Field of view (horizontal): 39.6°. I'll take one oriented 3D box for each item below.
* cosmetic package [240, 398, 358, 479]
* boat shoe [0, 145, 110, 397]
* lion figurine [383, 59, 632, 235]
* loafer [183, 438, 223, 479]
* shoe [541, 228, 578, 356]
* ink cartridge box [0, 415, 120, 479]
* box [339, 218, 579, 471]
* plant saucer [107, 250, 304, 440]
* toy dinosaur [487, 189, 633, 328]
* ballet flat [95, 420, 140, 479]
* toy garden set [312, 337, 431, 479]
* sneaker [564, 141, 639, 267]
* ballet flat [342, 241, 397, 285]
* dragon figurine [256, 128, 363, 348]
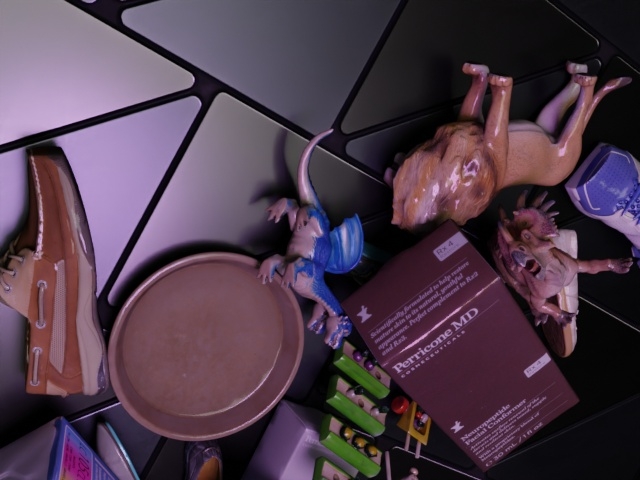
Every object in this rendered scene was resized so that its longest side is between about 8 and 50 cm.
[{"bbox_3d":[-0.044,0.369,1.307,0.127,0.107,0.238,22,99,-30],"label":"cosmetic package"},{"bbox_3d":[-0.334,0.051,1.082,0.119,0.122,0.324,-8,108,-16],"label":"boat shoe"},{"bbox_3d":[0.280,-0.131,1.278,0.392,0.142,0.240,-5,115,-26],"label":"lion figurine"},{"bbox_3d":[-0.168,0.363,1.276,0.062,0.061,0.170,-8,109,-22],"label":"loafer"},{"bbox_3d":[0.390,0.084,1.421,0.058,0.076,0.219,-16,109,-13],"label":"shoe"},{"bbox_3d":[-0.334,0.458,1.154,0.270,0.151,0.395,-29,117,5],"label":"ink cartridge box"},{"bbox_3d":[0.209,0.161,1.258,0.191,0.143,0.381,-38,133,4],"label":"box"},{"bbox_3d":[-0.157,0.144,1.228,0.277,0.041,0.278,-7,108,-22],"label":"plant saucer"},{"bbox_3d":[0.291,0.017,1.262,0.200,0.295,0.127,38,80,-13],"label":"toy dinosaur"},{"bbox_3d":[-0.269,0.344,1.220,0.068,0.072,0.213,-34,117,-17],"label":"ballet flat"},{"bbox_3d":[0.090,0.285,1.276,0.049,0.244,0.204,-29,124,34],"label":"toy garden set"},{"bbox_3d":[0.548,-0.027,1.396,0.315,0.182,0.127,38,87,-28],"label":"sneaker"},{"bbox_3d":[0.103,0.050,1.305,0.188,0.070,0.070,23,96,-25],"label":"ballet flat"},{"bbox_3d":[0.000,0.000,1.210,0.144,0.085,0.289,9,88,-47],"label":"dragon figurine"}]
